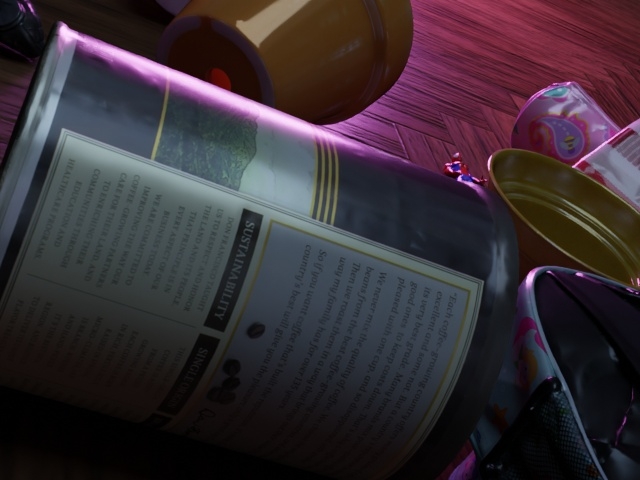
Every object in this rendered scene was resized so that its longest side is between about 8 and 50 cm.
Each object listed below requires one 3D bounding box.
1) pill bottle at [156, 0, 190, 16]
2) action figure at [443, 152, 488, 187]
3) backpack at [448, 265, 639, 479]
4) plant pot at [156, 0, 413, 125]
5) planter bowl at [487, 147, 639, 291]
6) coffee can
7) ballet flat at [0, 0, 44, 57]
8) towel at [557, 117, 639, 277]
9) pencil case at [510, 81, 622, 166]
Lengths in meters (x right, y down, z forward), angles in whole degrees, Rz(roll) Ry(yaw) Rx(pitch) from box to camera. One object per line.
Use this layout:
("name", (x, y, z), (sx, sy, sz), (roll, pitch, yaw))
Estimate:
("pill bottle", (-0.147, -0.371, 1.186), (0.160, 0.160, 0.283), (15, 32, -25))
("action figure", (0.156, -0.061, 1.114), (0.038, 0.030, 0.115), (15, 29, -16))
("backpack", (0.191, 0.143, 0.644), (0.225, 0.191, 0.253), (17, 38, -29))
("plant pot", (-0.046, -0.182, 0.964), (0.205, 0.205, 0.188), (36, 44, 11))
("planter bowl", (0.234, 0.010, 1.003), (0.217, 0.090, 0.217), (23, 30, -14))
("coffee can", (-0.055, 0.018, 0.605), (0.275, 0.201, 0.201), (20, 30, -18))
("ballet flat", (-0.299, -0.221, 0.941), (0.057, 0.049, 0.173), (-31, 53, -8))
("towel", (0.410, -0.046, 1.109), (0.329, 0.037, 0.237), (-34, 61, -14))
("pencil case", (0.355, -0.069, 1.216), (0.124, 0.124, 0.284), (-8, 45, -49))
